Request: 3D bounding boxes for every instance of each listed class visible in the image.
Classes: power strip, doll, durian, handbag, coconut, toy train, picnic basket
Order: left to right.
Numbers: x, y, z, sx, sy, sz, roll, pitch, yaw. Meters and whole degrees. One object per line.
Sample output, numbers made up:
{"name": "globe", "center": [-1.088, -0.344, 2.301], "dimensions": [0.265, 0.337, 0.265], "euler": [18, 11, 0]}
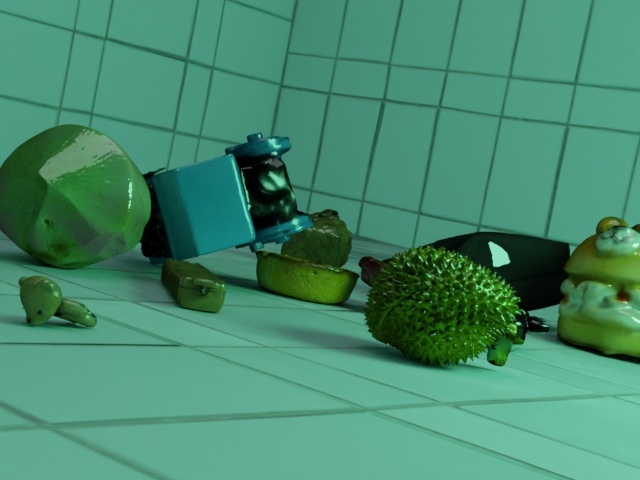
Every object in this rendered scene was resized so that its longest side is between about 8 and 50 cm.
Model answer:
{"name": "doll", "center": [-0.269, 0.064, 1.237], "dimensions": [0.061, 0.051, 0.093], "euler": [5, -2, 34]}
{"name": "coconut", "center": [-0.360, -0.059, 1.745], "dimensions": [0.236, 0.204, 0.236], "euler": [28, -6, 3]}
{"name": "power strip", "center": [-0.180, 0.061, 1.672], "dimensions": [0.064, 0.044, 0.305], "euler": [10, 2, -13]}
{"name": "toy train", "center": [-0.170, -0.058, 1.947], "dimensions": [0.265, 0.188, 0.300], "euler": [-15, 2, -20]}
{"name": "picnic basket", "center": [0.000, 0.000, 2.501], "dimensions": [0.138, 0.128, 0.178], "euler": [14, 21, 15]}
{"name": "durian", "center": [0.152, 0.080, 1.489], "dimensions": [0.198, 0.146, 0.159], "euler": [8, 4, 23]}
{"name": "handbag", "center": [0.272, 0.057, 2.224], "dimensions": [0.342, 0.152, 0.288], "euler": [-3, 3, -38]}
{"name": "doll", "center": [0.232, 0.122, 1.763], "dimensions": [0.219, 0.067, 0.091], "euler": [4, 8, -17]}

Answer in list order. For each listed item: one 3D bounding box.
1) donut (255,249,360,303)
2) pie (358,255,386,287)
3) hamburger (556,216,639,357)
{"name": "donut", "center": [-0.028, 0.062, 1.963], "dimensions": [0.178, 0.065, 0.162], "euler": [12, -1, 39]}
{"name": "pie", "center": [0.141, 0.078, 1.942], "dimensions": [0.182, 0.049, 0.182], "euler": [29, 4, -2]}
{"name": "hamburger", "center": [0.536, 0.080, 2.025], "dimensions": [0.276, 0.237, 0.276], "euler": [9, 1, 0]}
